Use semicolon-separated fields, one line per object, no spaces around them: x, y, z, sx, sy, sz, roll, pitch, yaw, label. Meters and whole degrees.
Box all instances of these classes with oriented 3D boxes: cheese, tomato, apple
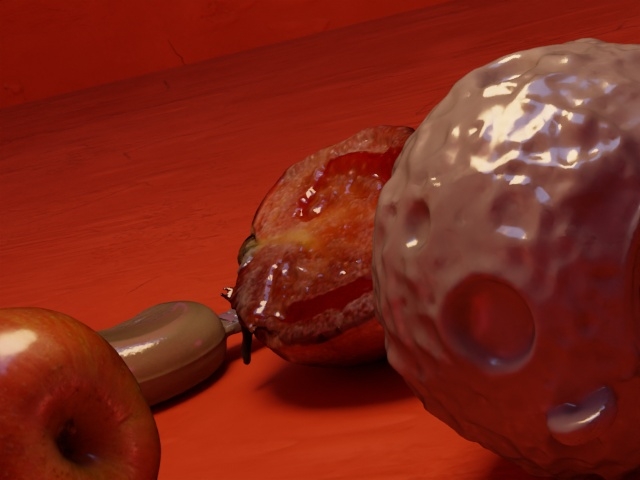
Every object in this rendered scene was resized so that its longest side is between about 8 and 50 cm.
-0.146;0.108;1.799;0.286;0.082;0.163;-20;16;-24;cheese
0.063;0.029;1.685;0.309;0.170;0.309;-25;39;22;tomato
-0.265;0.177;1.374;0.241;0.242;0.242;-13;14;39;apple

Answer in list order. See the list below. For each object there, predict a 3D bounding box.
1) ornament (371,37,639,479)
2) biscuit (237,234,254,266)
0.196;0.012;1.284;0.337;0.337;0.337;-15;15;4;ornament
0.000;0.000;2.089;0.225;0.042;0.226;-14;14;4;biscuit
